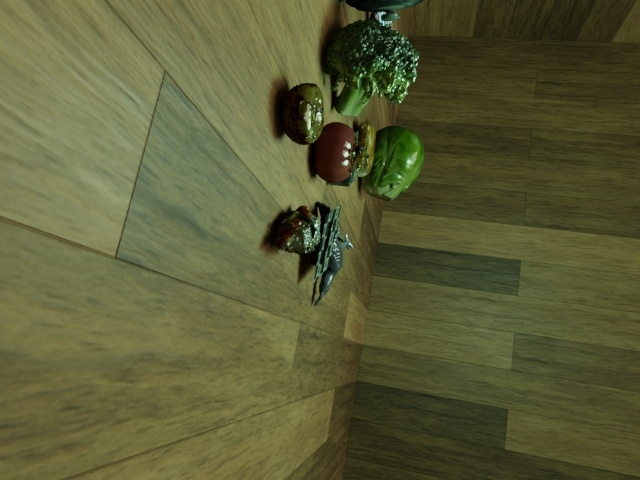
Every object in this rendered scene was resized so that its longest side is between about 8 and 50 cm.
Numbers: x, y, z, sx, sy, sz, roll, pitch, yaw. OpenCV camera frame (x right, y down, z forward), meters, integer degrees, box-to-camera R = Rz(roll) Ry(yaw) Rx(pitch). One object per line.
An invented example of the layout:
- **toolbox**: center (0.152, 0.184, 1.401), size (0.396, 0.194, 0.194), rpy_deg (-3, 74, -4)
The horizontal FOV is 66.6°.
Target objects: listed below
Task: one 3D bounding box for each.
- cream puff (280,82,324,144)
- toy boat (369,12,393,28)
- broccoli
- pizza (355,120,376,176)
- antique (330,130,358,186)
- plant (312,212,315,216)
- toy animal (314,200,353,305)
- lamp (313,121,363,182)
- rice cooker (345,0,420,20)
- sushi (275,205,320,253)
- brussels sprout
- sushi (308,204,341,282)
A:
- **cream puff**: center (-0.044, -0.289, 1.104), size (0.149, 0.084, 0.149), rpy_deg (4, 90, -75)
- **toy boat**: center (0.253, -0.844, 2.093), size (0.079, 0.136, 0.392), rpy_deg (-44, 154, -16)
- **broccoli**: center (0.165, -0.542, 1.518), size (0.317, 0.277, 0.338), rpy_deg (118, -5, -66)
- **pizza**: center (0.181, -0.408, 2.060), size (0.226, 0.086, 0.335), rpy_deg (78, 20, -44)
- **antique**: center (0.074, -0.275, 1.641), size (0.088, 0.086, 0.183), rpy_deg (-57, 152, -62)
- **plant**: center (-0.032, -0.039, 1.379), size (0.102, 0.051, 0.051), rpy_deg (91, 12, -55)
- **toy animal**: center (0.043, 0.025, 1.664), size (0.206, 0.081, 0.367), rpy_deg (-32, 131, -56)
- **lamp**: center (0.053, -0.258, 1.437), size (0.182, 0.140, 0.182), rpy_deg (12, 90, -77)
- **rice cooker**: center (0.196, -0.806, 1.433), size (0.264, 0.317, 0.316), rpy_deg (-124, -144, -72)
- **sushi**: center (-0.055, -0.014, 1.189), size (0.226, 0.103, 0.097), rpy_deg (-49, 161, -65)
- **brussels sprout**: center (0.331, -0.362, 2.310), size (0.281, 0.289, 0.354), rpy_deg (-6, 116, -63)
- **sushi**: center (0.000, 0.000, 1.497), size (0.192, 0.051, 0.215), rpy_deg (-40, 143, -69)
